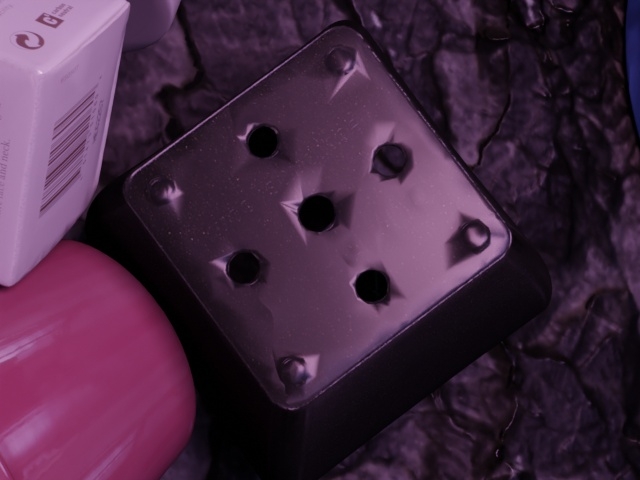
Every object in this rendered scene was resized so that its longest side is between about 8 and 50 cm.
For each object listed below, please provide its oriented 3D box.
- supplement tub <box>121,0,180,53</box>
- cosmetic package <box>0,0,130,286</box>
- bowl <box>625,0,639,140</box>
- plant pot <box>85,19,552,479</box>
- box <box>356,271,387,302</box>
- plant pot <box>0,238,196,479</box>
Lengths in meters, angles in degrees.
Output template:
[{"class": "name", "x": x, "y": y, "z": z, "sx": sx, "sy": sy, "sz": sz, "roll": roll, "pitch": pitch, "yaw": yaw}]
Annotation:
[{"class": "supplement tub", "x": -0.112, "y": -0.274, "z": 0.682, "sx": 0.228, "sy": 0.228, "sz": 0.316, "roll": 25, "pitch": 72, "yaw": -23}, {"class": "cosmetic package", "x": -0.209, "y": -0.083, "z": 0.603, "sx": 0.231, "sy": 0.117, "sz": 0.085, "roll": 24, "pitch": 37, "yaw": 7}, {"class": "bowl", "x": 0.382, "y": -0.122, "z": 1.011, "sx": 0.391, "sy": 0.077, "sz": 0.391, "roll": 4, "pitch": 81, "yaw": -28}, {"class": "plant pot", "x": 0.000, "y": 0.000, "z": 0.680, "sx": 0.188, "sy": 0.167, "sz": 0.187, "roll": -36, "pitch": 84, "yaw": -6}, {"class": "box", "x": 0.059, "y": 0.014, "z": 0.812, "sx": 0.062, "sy": 0.083, "sz": 0.052, "roll": 6, "pitch": 80, "yaw": -28}, {"class": "plant pot", "x": -0.162, "y": 0.092, "z": 0.632, "sx": 0.180, "sy": 0.201, "sz": 0.201, "roll": -36, "pitch": 100, "yaw": -44}]
